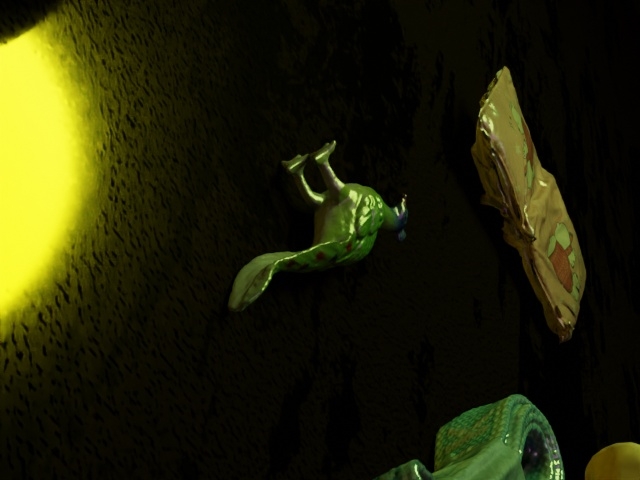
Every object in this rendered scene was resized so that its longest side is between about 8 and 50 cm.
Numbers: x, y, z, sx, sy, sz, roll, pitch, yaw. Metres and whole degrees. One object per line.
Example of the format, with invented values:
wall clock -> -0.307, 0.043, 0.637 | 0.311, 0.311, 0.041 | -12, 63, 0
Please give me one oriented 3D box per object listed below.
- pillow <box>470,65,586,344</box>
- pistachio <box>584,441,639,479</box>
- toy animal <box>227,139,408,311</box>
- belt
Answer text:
pillow -> 0.193, -0.029, 1.085 | 0.248, 0.049, 0.135 | 63, 26, -21
pistachio -> 0.320, 0.300, 0.954 | 0.187, 0.187, 0.299 | 6, 59, -63
toy animal -> -0.005, -0.016, 0.684 | 0.217, 0.041, 0.075 | -20, 91, -61
belt -> 0.076, 0.153, 0.676 | 0.302, 0.072, 0.087 | -6, 80, -67
